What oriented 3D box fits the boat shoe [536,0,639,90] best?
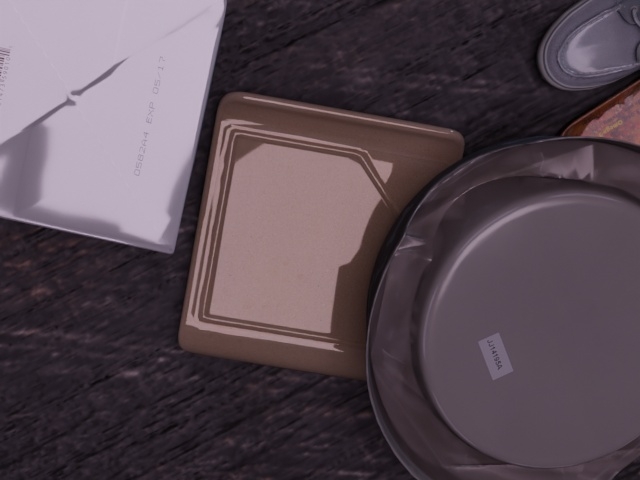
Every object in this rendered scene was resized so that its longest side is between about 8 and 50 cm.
[{"bbox_3d":[0.298,-0.198,1.552,0.227,0.081,0.079,-24,97,-3],"label":"boat shoe"}]

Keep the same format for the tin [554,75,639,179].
[{"bbox_3d":[0.289,-0.087,1.586,0.189,0.040,0.106,-32,93,-1],"label":"tin"}]

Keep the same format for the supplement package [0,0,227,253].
[{"bbox_3d":[-0.192,-0.116,1.425,0.198,0.263,0.199,12,94,-6],"label":"supplement package"}]

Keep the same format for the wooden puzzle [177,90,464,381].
[{"bbox_3d":[0.000,0.000,1.569,0.221,0.044,0.239,10,99,-7],"label":"wooden puzzle"}]

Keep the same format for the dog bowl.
[{"bbox_3d":[0.198,0.068,1.531,0.348,0.102,0.349,-3,106,-10],"label":"dog bowl"}]
